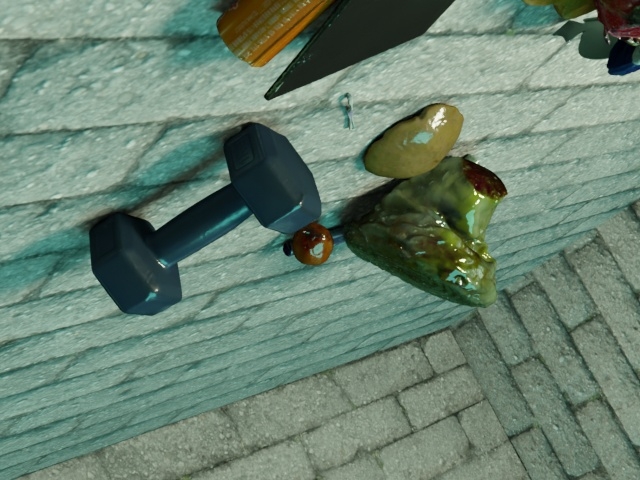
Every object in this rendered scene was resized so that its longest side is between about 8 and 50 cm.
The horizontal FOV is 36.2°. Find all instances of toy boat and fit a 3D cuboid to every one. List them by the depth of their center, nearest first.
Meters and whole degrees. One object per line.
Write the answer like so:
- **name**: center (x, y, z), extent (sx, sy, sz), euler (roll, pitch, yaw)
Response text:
- **toy boat**: center (0.457, -0.323, 1.386), extent (0.210, 0.070, 0.292), euler (-35, -160, 9)

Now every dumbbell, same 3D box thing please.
- **dumbbell**: center (-0.164, -0.024, 1.368), extent (0.324, 0.160, 0.144), euler (-32, -167, 13)

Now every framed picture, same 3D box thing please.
- **framed picture**: center (0.098, -0.273, 1.105), extent (0.323, 0.013, 0.244), euler (-32, 173, -45)

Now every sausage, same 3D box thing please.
- **sausage**: center (-0.002, -0.269, 0.975), extent (0.234, 0.071, 0.071), euler (-37, 162, 29)

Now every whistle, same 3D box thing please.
- **whistle**: center (0.000, 0.000, 1.947), extent (0.176, 0.033, 0.033), euler (-16, 161, -37)

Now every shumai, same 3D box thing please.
- **shumai**: center (0.230, -0.041, 1.916), extent (0.309, 0.304, 0.264), euler (33, 83, -37)

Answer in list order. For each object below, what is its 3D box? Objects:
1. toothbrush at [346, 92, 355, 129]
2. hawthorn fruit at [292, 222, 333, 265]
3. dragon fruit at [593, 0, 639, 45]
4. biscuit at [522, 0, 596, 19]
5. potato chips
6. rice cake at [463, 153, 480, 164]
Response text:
- **toothbrush**: center (0.045, -0.186, 1.440), extent (0.011, 0.013, 0.131), euler (-17, 166, -1)
- **hawthorn fruit**: center (-0.015, 0.003, 1.849), extent (0.081, 0.081, 0.093), euler (-24, 164, -11)
- **dragon fruit**: center (0.425, -0.298, 1.158), extent (0.210, 0.147, 0.282), euler (-13, -179, 10)
- **biscuit**: center (0.368, -0.387, 1.242), extent (0.287, 0.057, 0.344), euler (-28, 166, 1)
- **potato chips**: center (0.169, -0.156, 1.667), extent (0.195, 0.062, 0.208), euler (-12, 161, -40)
- **rice cake**: center (0.315, -0.139, 2.028), extent (0.033, 0.033, 0.207), euler (-38, 165, 4)
